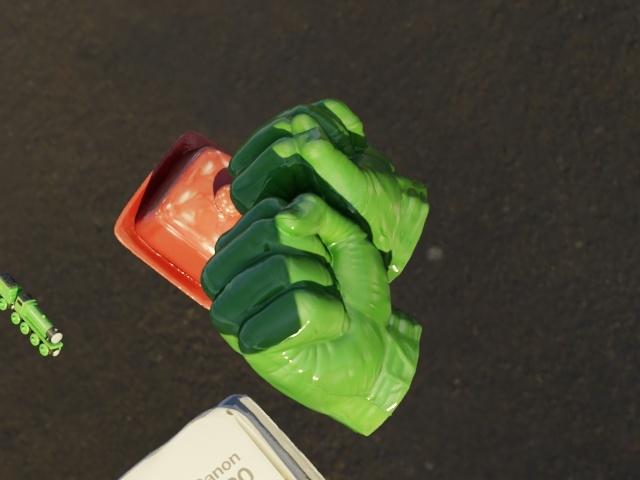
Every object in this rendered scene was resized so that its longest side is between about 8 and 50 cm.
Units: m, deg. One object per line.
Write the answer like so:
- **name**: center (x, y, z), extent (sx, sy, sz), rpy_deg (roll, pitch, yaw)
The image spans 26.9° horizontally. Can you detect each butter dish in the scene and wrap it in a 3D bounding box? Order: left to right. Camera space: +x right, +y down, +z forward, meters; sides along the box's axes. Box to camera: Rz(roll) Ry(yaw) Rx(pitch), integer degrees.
- **butter dish**: center (-0.110, -0.030, 1.420), extent (0.160, 0.160, 0.118), rpy_deg (-56, 9, -23)

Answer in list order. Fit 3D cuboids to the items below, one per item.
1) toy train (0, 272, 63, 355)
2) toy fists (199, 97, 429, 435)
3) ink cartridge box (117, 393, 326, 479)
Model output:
- **toy train**: center (-0.222, 0.055, 1.016), extent (0.083, 0.017, 0.024), rpy_deg (42, 122, 26)
- **toy fists**: center (0.000, 0.000, 0.929), extent (0.096, 0.142, 0.279), rpy_deg (-47, 21, 34)
- **ink cartridge box**: center (-0.059, 0.155, 0.529), extent (0.158, 0.218, 0.092), rpy_deg (-39, 76, -9)
